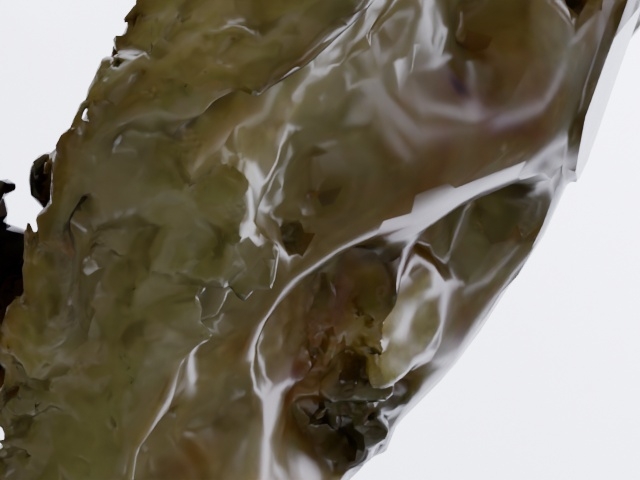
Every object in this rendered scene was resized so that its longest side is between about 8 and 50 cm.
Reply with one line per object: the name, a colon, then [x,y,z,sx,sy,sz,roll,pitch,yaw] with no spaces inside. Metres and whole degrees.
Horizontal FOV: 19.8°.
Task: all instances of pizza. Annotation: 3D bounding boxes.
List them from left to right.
pizza: [0.000,0.000,0.386,0.071,0.189,0.297,31,-103,15]
